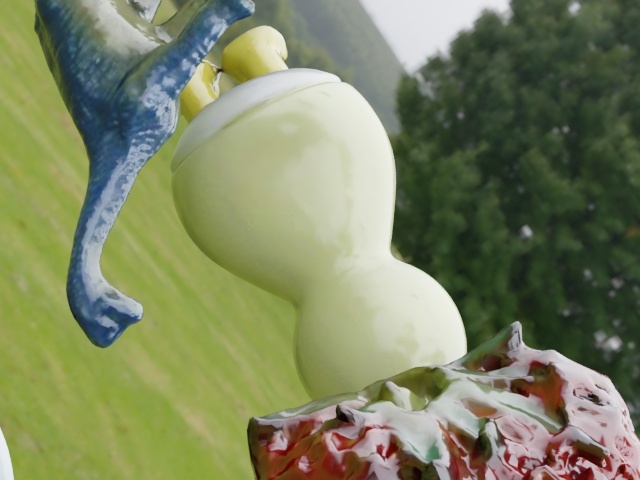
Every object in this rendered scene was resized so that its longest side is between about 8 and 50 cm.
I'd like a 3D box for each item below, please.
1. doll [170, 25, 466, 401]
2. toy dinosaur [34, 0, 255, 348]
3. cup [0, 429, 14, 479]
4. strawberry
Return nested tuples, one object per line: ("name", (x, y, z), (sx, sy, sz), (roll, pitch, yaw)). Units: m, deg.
("doll", (-0.001, 0.004, 0.878), (0.296, 0.141, 0.117), (63, -10, 9))
("toy dinosaur", (-0.140, -0.085, 0.747), (0.248, 0.188, 0.075), (37, -7, 16))
("cup", (-0.449, 0.189, 1.223), (0.259, 0.356, 0.274), (14, 12, 26))
("strawberry", (0.063, 0.148, 0.652), (0.187, 0.184, 0.201), (-45, 127, -70))
